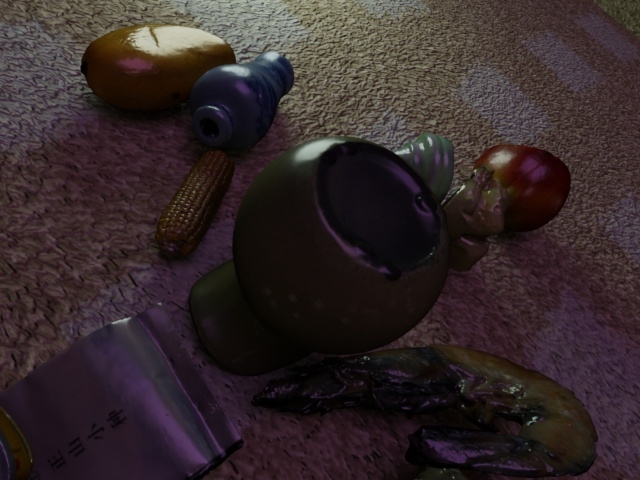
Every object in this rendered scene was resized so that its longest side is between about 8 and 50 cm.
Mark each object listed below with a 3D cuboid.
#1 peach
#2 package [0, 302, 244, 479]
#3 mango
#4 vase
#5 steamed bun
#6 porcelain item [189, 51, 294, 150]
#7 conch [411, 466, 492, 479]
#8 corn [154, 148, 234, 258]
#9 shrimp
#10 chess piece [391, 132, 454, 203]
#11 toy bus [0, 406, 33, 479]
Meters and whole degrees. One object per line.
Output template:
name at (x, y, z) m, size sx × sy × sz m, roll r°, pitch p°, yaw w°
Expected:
peach at (0.402, -0.116, 0.955) m, size 0.192 × 0.190 × 0.190 m, roll -41°, pitch 81°, yaw -20°
package at (-0.238, 0.213, 0.516) m, size 0.251 × 0.062 × 0.204 m, roll -30°, pitch 75°, yaw -23°
mango at (-0.268, -0.293, 0.808) m, size 0.262 × 0.109 × 0.157 m, roll -26°, pitch 62°, yaw -41°
vase at (0.028, 0.025, 0.611) m, size 0.329 × 0.302 × 0.240 m, roll -15°, pitch 70°, yaw -38°
steamed bun at (0.249, -0.026, 0.825) m, size 0.106 × 0.192 × 0.177 m, roll 42°, pitch 30°, yaw 7°
porcelain item at (-0.131, -0.246, 0.826) m, size 0.141 × 0.141 × 0.259 m, roll 31°, pitch 41°, yaw -4°
conch at (0.177, 0.326, 0.586) m, size 0.207 × 0.130 × 0.155 m, roll 31°, pitch 62°, yaw -22°
corn at (-0.184, -0.059, 0.712) m, size 0.068 × 0.068 × 0.207 m, roll 25°, pitch 52°, yaw -9°
shrimp at (0.137, 0.213, 0.604) m, size 0.445 × 0.085 × 0.272 m, roll 5°, pitch 12°, yaw -14°
chess piece at (0.095, -0.141, 0.877) m, size 0.272 × 0.139 × 0.139 m, roll 6°, pitch 56°, yaw -10°
toy bus at (-0.352, 0.216, 0.390) m, size 0.209 × 0.136 × 0.126 m, roll -38°, pitch 82°, yaw -21°
